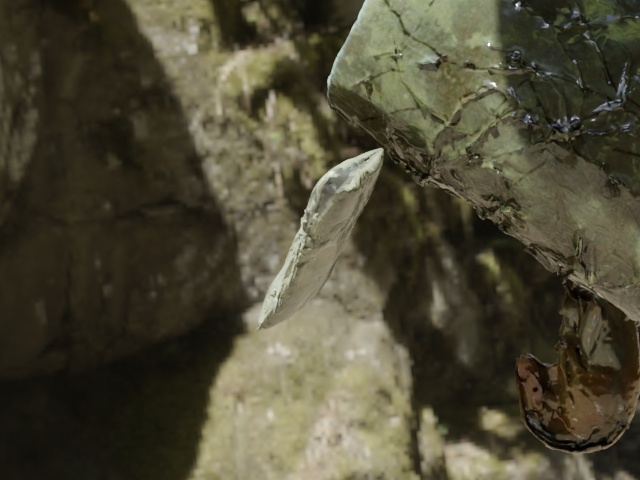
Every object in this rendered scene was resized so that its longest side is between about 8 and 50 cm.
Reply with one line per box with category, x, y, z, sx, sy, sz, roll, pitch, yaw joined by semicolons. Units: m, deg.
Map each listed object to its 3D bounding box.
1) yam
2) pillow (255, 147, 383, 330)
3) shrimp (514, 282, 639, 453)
yam;0.179;-0.106;0.999;0.348;0.241;0.241;40;20;19
pillow;0.000;0.000;1.577;0.050;0.230;0.148;39;33;16
shrimp;0.231;0.064;1.213;0.117;0.262;0.066;-8;5;-18
